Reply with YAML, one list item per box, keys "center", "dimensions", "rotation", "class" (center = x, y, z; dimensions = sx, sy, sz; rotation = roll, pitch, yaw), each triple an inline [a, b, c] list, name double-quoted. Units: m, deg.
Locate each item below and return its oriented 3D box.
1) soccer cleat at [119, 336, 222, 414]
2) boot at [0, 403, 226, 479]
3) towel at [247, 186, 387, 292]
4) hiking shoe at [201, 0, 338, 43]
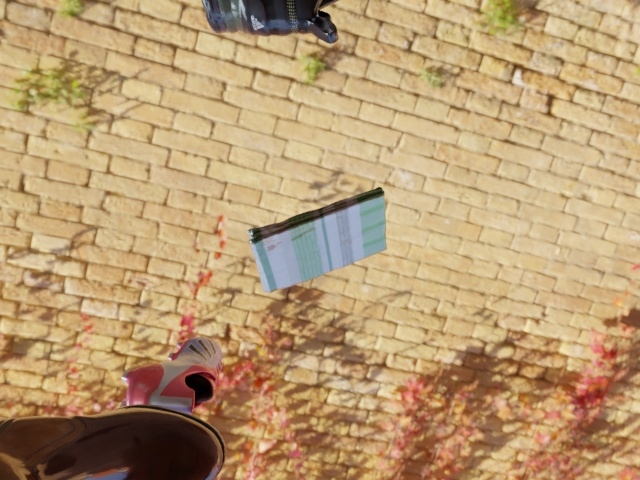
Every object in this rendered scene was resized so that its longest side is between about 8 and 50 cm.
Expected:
- center: [-0.163, 0.178, 0.852]
  dimensions: [0.095, 0.083, 0.248]
  rotation: [7, -179, 12]
  class: "soccer cleat"
- center: [-0.193, 0.176, 0.476]
  dimensions: [0.264, 0.096, 0.280]
  rotation: [12, 173, -11]
  class: "boot"
- center: [0.000, 0.000, 0.729]
  dimensions: [0.152, 0.113, 0.023]
  rotation: [-20, -124, -8]
  class: "towel"
- center: [0.007, -0.223, 0.471]
  dimensions: [0.114, 0.227, 0.086]
  rotation: [19, 158, 11]
  class: "hiking shoe"
